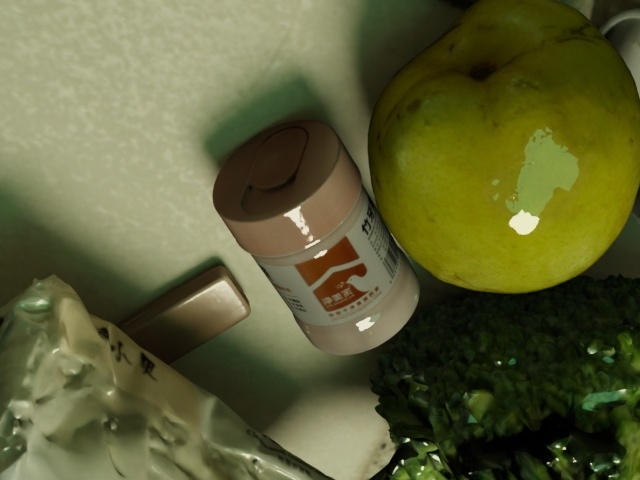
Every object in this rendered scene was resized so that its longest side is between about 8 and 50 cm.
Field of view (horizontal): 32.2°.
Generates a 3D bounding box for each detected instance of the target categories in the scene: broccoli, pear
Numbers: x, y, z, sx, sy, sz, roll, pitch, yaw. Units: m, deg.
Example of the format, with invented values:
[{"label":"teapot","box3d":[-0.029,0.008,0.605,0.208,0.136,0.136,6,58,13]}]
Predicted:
[{"label":"broccoli","box3d":[0.215,0.151,0.876,0.338,0.277,0.317,30,102,-28]},{"label":"pear","box3d":[0.126,-0.058,0.748,0.200,0.200,0.200,-10,126,-15]}]

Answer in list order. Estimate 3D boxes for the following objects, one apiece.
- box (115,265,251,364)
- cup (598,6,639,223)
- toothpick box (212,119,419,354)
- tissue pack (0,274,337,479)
[{"label":"box","box3d":[-0.111,0.064,0.838,0.115,0.025,0.048,-32,123,1]},{"label":"cup","box3d":[0.314,-0.106,0.833,0.202,0.221,0.167,-17,93,-14]},{"label":"toothpick box","box3d":[0.000,0.000,0.792,0.098,0.098,0.149,-32,129,1]},{"label":"tissue pack","box3d":[-0.182,0.236,0.803,0.390,0.195,0.375,-32,128,21]}]
